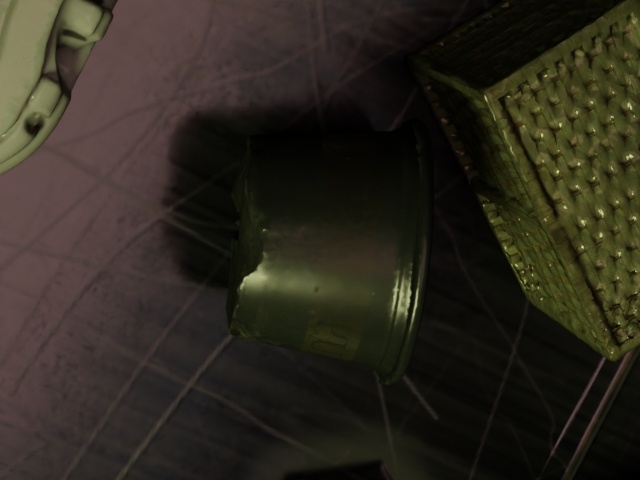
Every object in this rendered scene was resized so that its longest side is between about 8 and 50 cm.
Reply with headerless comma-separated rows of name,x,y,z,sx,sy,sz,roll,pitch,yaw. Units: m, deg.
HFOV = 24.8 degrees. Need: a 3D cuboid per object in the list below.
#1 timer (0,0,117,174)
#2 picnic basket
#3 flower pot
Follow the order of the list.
timer,-0.215,-0.168,0.761,0.237,0.087,0.262,26,94,-23
picnic basket,0.175,-0.061,0.895,0.154,0.134,0.196,-31,110,-6
flower pot,0.000,0.000,0.848,0.106,0.157,0.157,7,100,-7
